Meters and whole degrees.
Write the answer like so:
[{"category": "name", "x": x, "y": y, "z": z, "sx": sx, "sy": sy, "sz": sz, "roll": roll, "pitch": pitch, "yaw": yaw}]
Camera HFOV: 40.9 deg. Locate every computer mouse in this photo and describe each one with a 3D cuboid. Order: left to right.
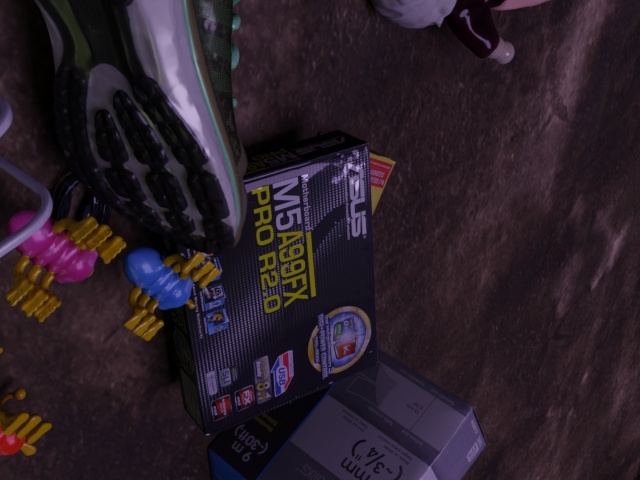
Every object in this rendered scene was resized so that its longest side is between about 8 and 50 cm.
[{"category": "computer mouse", "x": -0.171, "y": -0.094, "z": 0.729, "sx": 0.071, "sy": 0.041, "sz": 0.242, "roll": 19, "pitch": 105, "yaw": -46}]

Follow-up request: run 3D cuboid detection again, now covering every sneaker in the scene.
[{"category": "sneaker", "x": -0.098, "y": -0.159, "z": 0.621, "sx": 0.182, "sy": 0.158, "sz": 0.410, "roll": -51, "pitch": 151, "yaw": -36}]

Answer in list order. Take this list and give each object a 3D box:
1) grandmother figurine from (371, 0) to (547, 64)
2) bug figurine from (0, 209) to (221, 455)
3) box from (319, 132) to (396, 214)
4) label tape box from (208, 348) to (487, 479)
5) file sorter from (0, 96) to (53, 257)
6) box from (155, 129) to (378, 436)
[{"category": "grandmother figurine", "x": 0.189, "y": -0.304, "z": 0.980, "sx": 0.342, "sy": 0.104, "sz": 0.207, "roll": -22, "pitch": 102, "yaw": -38}, {"category": "bug figurine", "x": -0.224, "y": 0.073, "z": 0.690, "sx": 0.279, "sy": 0.072, "sz": 0.216, "roll": -41, "pitch": 148, "yaw": -7}, {"category": "box", "x": 0.000, "y": 0.000, "z": 0.979, "sx": 0.087, "sy": 0.058, "sz": 0.232, "roll": 12, "pitch": 104, "yaw": -52}, {"category": "label tape box", "x": -0.001, "y": 0.285, "z": 1.017, "sx": 0.333, "sy": 0.241, "sz": 0.106, "roll": -49, "pitch": 143, "yaw": -17}, {"category": "file sorter", "x": -0.295, "y": -0.098, "z": 0.448, "sx": 0.193, "sy": 0.173, "sz": 0.277, "roll": -40, "pitch": 140, "yaw": -27}, {"category": "box", "x": -0.048, "y": 0.043, "z": 0.879, "sx": 0.216, "sy": 0.060, "sz": 0.270, "roll": -18, "pitch": 120, "yaw": -26}]
